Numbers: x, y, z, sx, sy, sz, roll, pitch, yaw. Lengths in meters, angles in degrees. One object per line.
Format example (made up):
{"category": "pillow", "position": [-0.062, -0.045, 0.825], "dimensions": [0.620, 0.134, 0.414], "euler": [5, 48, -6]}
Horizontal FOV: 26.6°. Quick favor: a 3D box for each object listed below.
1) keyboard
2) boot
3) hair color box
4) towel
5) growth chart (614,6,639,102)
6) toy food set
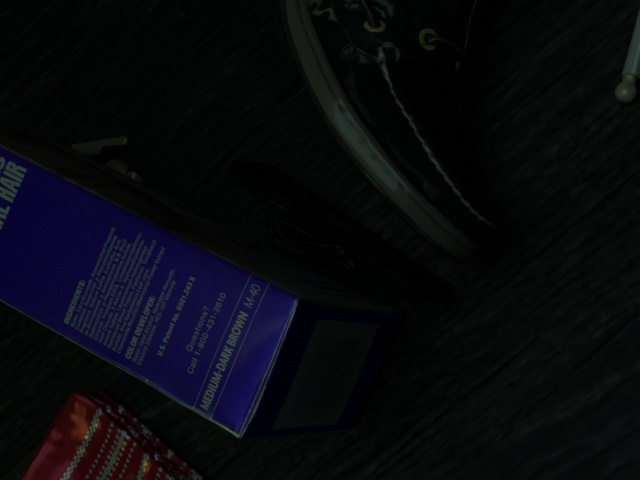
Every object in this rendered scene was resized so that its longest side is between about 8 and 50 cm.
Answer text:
{"category": "keyboard", "position": [0.000, 0.000, 1.000], "dimensions": [0.192, 0.100, 0.038], "euler": [34, 105, 29]}
{"category": "boot", "position": [0.114, -0.202, 0.974], "dimensions": [0.284, 0.138, 0.377], "euler": [-31, 61, 16]}
{"category": "hair color box", "position": [-0.130, 0.023, 0.994], "dimensions": [0.339, 0.185, 0.110], "euler": [24, 95, 25]}
{"category": "towel", "position": [-0.146, 0.265, 1.046], "dimensions": [0.275, 0.031, 0.199], "euler": [36, 96, 28]}
{"category": "growth chart", "position": [0.317, -0.127, 0.917], "dimensions": [0.237, 0.021, 0.172], "euler": [20, 88, 28]}
{"category": "toy food set", "position": [-0.178, -0.023, 1.136], "dimensions": [0.078, 0.019, 0.122], "euler": [-6, 83, 25]}
